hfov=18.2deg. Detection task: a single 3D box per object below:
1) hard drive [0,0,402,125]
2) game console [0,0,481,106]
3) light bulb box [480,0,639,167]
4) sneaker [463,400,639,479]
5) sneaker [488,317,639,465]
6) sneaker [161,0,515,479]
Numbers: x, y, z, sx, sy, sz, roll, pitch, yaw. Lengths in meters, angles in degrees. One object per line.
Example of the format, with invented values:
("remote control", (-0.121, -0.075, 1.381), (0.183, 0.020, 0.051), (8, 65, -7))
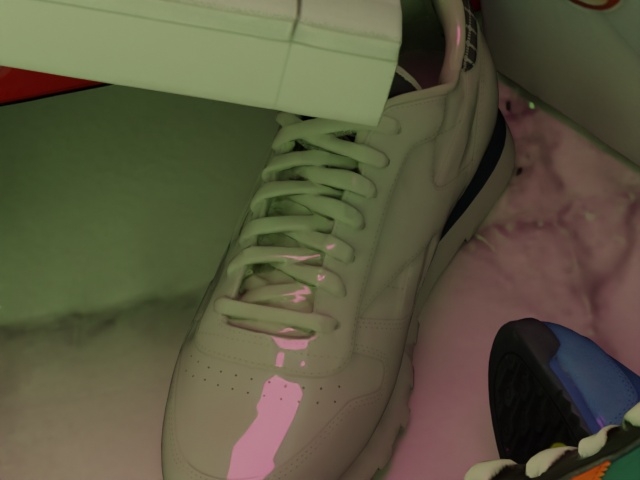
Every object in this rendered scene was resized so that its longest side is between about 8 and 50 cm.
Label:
("hard drive", (-0.157, -0.141, 0.663), (0.353, 0.047, 0.233), (8, 35, -11))
("game console", (-0.133, -0.178, 0.811), (0.387, 0.060, 0.342), (-15, 47, -38))
("light bulb box", (0.230, -0.150, 0.624), (0.225, 0.361, 0.358), (-36, 53, -18))
("sneaker", (0.056, 0.100, 0.546), (0.302, 0.108, 0.121), (-41, 46, 10))
("sneaker", (0.129, 0.098, 0.627), (0.082, 0.069, 0.209), (-17, 47, -23))
("sneaker", (0.000, 0.000, 0.712), (0.090, 0.095, 0.235), (12, 54, 17))
